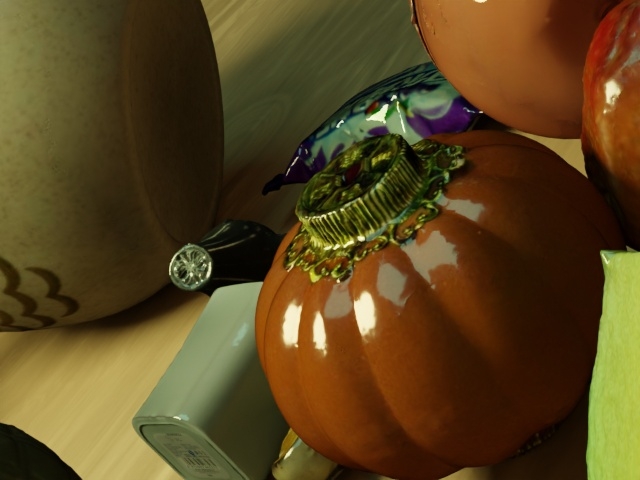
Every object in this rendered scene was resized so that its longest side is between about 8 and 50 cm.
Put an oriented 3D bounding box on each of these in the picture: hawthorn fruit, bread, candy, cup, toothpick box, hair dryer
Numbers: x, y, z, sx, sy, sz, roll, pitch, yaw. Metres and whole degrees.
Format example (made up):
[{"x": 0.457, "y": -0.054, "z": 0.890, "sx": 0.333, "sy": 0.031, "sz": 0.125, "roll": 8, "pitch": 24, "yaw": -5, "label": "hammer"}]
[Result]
[{"x": 0.220, "y": -0.063, "z": 0.771, "sx": 0.173, "sy": 0.179, "sz": 0.173, "roll": -15, "pitch": 63, "yaw": 33, "label": "hawthorn fruit"}, {"x": 0.039, "y": 0.082, "z": 0.902, "sx": 0.214, "sy": 0.053, "sz": 0.073, "roll": -54, "pitch": 0, "yaw": -30, "label": "bread"}, {"x": 0.076, "y": -0.109, "z": 1.186, "sx": 0.275, "sy": 0.070, "sz": 0.145, "roll": -18, "pitch": 22, "yaw": 41, "label": "candy"}, {"x": -0.067, "y": 0.104, "z": 0.964, "sx": 0.128, "sy": 0.095, "sz": 0.129, "roll": -9, "pitch": 38, "yaw": 49, "label": "cup"}, {"x": -0.332, "y": -0.116, "z": 1.274, "sx": 0.425, "sy": 0.409, "sz": 0.409, "roll": -3, "pitch": 34, "yaw": 12, "label": "toothpick box"}, {"x": 0.000, "y": 0.000, "z": 1.058, "sx": 0.219, "sy": 0.075, "sz": 0.195, "roll": -15, "pitch": -3, "yaw": 11, "label": "hair dryer"}]

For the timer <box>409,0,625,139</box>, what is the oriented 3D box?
[{"x": 0.179, "y": -0.190, "z": 0.979, "sx": 0.229, "sy": 0.229, "sz": 0.215, "roll": -35, "pitch": 26, "yaw": 7, "label": "timer"}]

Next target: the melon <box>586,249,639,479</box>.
[{"x": 0.220, "y": 0.098, "z": 0.447, "sx": 0.331, "sy": 0.226, "sz": 0.343, "roll": -47, "pitch": 11, "yaw": 6, "label": "melon"}]

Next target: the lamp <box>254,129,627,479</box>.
[{"x": 0.068, "y": 0.036, "z": 0.772, "sx": 0.223, "sy": 0.196, "sz": 0.223, "roll": -29, "pitch": 24, "yaw": 14, "label": "lamp"}]

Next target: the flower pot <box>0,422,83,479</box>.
[{"x": -0.269, "y": 0.234, "z": 0.774, "sx": 0.302, "sy": 0.302, "sz": 0.213, "roll": -50, "pitch": 24, "yaw": -25, "label": "flower pot"}]
